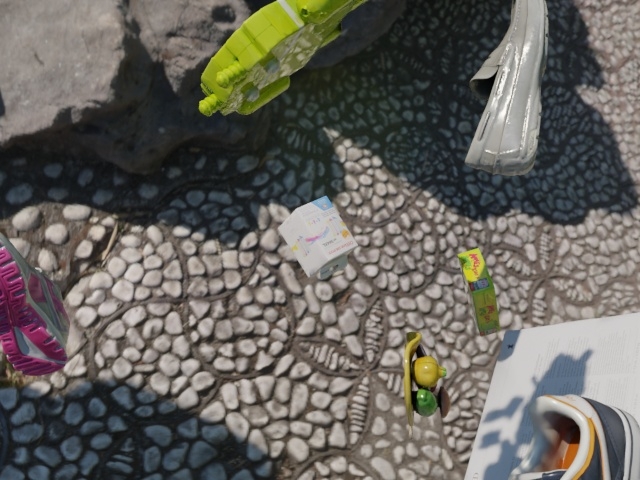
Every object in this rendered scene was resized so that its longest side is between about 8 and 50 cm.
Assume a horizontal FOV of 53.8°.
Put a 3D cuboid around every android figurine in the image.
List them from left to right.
[{"bbox_3d":[-0.045,-0.241,0.781,0.056,0.248,0.273,49,54,-5],"label":"android figurine"}]

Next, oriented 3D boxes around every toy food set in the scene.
[{"bbox_3d":[0.174,0.232,1.020,0.071,0.218,0.128,-2,55,9],"label":"toy food set"}]

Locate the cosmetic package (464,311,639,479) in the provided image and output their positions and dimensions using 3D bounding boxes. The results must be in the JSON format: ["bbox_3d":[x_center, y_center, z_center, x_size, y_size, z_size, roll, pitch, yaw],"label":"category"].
[{"bbox_3d":[0.364,0.296,0.922,0.097,0.284,0.377,40,58,-23],"label":"cosmetic package"}]

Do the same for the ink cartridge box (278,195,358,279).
[{"bbox_3d":[0.000,0.000,1.295,0.092,0.090,0.143,-26,79,-39],"label":"ink cartridge box"}]

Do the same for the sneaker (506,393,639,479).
[{"bbox_3d":[0.263,0.322,0.670,0.127,0.126,0.321,22,58,-16],"label":"sneaker"}]

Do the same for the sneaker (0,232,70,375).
[{"bbox_3d":[-0.461,0.082,0.954,0.103,0.111,0.252,-15,120,-1],"label":"sneaker"}]

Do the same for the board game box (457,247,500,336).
[{"bbox_3d":[0.312,0.105,1.232,0.043,0.181,0.092,-17,52,8],"label":"board game box"}]

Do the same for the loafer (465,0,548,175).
[{"bbox_3d":[0.291,-0.255,0.985,0.111,0.112,0.319,7,71,15],"label":"loafer"}]
